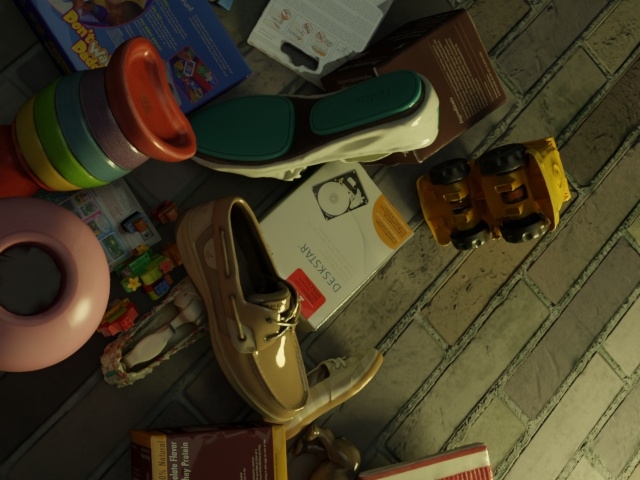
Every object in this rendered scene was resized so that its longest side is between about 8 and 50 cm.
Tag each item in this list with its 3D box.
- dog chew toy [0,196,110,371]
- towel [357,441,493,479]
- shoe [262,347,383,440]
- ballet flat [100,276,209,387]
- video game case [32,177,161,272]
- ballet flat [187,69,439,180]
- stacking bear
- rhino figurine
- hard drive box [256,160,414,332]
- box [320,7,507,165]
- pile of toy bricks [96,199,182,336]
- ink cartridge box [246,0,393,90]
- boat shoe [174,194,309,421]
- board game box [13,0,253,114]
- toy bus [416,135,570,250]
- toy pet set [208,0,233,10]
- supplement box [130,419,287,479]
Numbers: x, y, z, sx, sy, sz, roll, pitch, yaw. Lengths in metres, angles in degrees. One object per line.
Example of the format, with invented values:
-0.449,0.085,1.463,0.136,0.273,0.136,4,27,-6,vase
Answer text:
-0.383,0.060,1.245,0.206,0.332,0.206,3,82,-22,dog chew toy
0.176,0.497,1.565,0.237,0.037,0.329,-9,96,-24,towel
0.004,0.223,1.529,0.219,0.076,0.058,-34,102,-21,shoe
-0.214,0.126,1.449,0.241,0.077,0.091,-44,100,-22,ballet flat
-0.332,-0.030,1.449,0.143,0.019,0.157,-35,98,-22,video game case
-0.012,-0.149,1.468,0.139,0.400,0.139,-8,90,-68,ballet flat
-0.344,-0.136,1.345,0.289,0.164,0.175,-20,100,16,stacking bear
-0.006,0.406,1.506,0.106,0.073,0.243,20,78,-17,rhino figurine
0.000,0.000,1.548,0.232,0.089,0.181,-44,100,-21,hard drive box
0.149,-0.240,1.582,0.203,0.168,0.167,-36,109,-23,box
-0.245,0.037,1.415,0.212,0.105,0.118,-40,118,-20,pile of toy bricks
0.004,-0.374,1.627,0.181,0.056,0.224,30,92,-17,ink cartridge box
-0.091,0.102,1.412,0.121,0.110,0.341,-38,107,-50,boat shoe
-0.292,-0.330,1.469,0.233,0.078,0.347,-35,98,-22,board game box
0.299,-0.095,1.651,0.211,0.220,0.149,-42,115,-52,toy bus
-0.145,-0.417,1.525,0.065,0.122,0.114,20,92,-25,toy pet set
-0.159,0.359,1.415,0.194,0.129,0.191,-1,84,-23,supplement box
